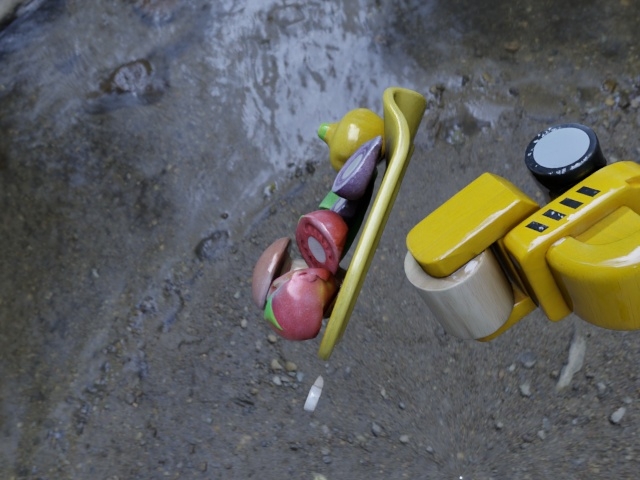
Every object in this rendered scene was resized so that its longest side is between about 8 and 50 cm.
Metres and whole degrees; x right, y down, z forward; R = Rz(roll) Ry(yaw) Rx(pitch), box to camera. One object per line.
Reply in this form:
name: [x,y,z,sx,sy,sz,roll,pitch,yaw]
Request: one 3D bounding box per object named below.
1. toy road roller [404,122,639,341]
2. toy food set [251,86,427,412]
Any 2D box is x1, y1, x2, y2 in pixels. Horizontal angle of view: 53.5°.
toy road roller: [0.300,0.029,0.821,0.329,0.202,0.241,-36,39,5]
toy food set: [0.000,0.000,0.406,0.071,0.128,0.218,21,83,5]
